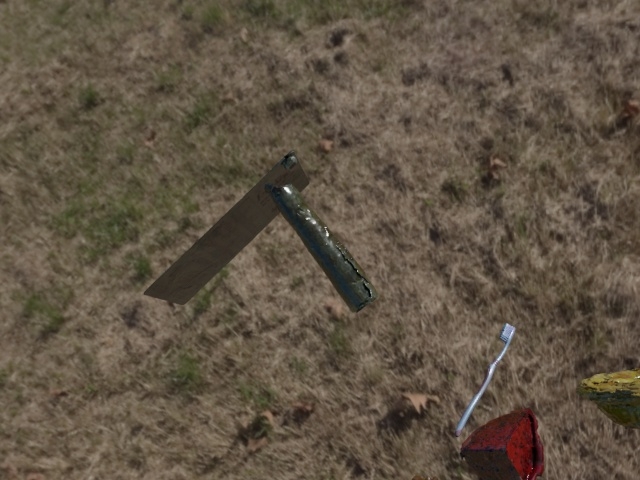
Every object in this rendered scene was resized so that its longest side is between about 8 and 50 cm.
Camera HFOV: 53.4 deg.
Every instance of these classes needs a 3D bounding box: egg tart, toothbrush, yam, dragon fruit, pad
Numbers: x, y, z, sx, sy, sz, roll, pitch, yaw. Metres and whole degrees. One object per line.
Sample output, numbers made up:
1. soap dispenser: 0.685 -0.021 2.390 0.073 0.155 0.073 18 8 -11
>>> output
1. egg tart: 0.321 0.153 0.622 0.128 0.129 0.049 -10 83 17
2. toothbrush: 0.235 0.197 0.909 0.019 0.013 0.193 33 63 5
3. yam: 0.000 0.000 0.521 0.027 0.033 0.129 -36 91 -20
4. dragon fruit: 0.393 0.441 1.346 0.127 0.121 0.161 -12 21 48
5. pad: -0.117 -0.008 0.875 0.265 0.159 0.009 -44 78 -2

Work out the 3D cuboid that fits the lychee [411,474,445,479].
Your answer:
1. lychee: 0.109 0.347 0.653 0.200 0.238 0.200 2 69 -4
